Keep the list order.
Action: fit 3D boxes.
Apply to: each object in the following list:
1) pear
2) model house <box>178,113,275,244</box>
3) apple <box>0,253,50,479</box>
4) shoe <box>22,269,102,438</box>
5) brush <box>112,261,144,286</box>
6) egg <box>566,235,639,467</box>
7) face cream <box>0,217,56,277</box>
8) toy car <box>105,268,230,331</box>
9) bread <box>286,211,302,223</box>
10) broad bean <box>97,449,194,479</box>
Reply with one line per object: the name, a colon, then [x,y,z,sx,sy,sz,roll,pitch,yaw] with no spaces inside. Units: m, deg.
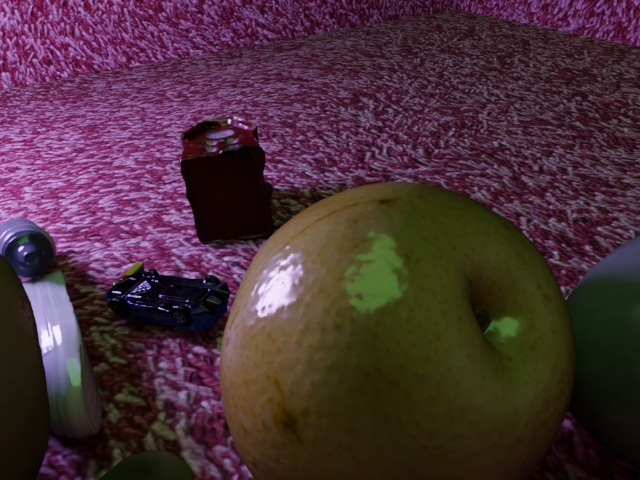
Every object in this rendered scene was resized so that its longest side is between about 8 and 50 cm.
pear: [0.066,0.114,0.599,0.349,0.348,0.348,-4,30,2]
model house: [-0.191,-0.136,1.212,0.160,0.196,0.254,-12,30,-7]
apple: [-0.436,0.150,0.556,0.358,0.357,0.357,-4,30,2]
shoe: [-0.404,0.156,0.813,0.160,0.131,0.363,-18,28,-22]
brush: [-0.340,0.065,1.059,0.019,0.021,0.083,5,26,15]
egg: [0.412,0.107,0.637,0.352,0.258,0.258,-12,30,-22]
face cream: [-0.503,0.012,1.015,0.092,0.092,0.311,-22,14,-27]
toy car: [-0.244,0.098,0.949,0.216,0.063,0.103,3,30,26]
bread: [0.000,0.000,1.062,0.119,0.084,0.177,-13,27,-15]
broad bean: [-0.227,0.310,0.552,0.263,0.121,0.189,-25,30,-8]
